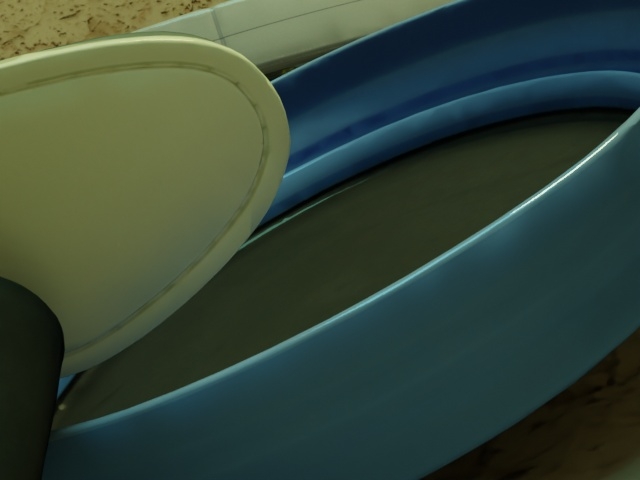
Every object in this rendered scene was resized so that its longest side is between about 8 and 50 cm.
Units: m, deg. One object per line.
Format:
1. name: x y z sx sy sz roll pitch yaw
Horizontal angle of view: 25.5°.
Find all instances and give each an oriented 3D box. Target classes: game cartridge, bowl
1. game cartridge: 0.003 -0.130 0.959 0.294 0.060 0.196 -16 -9 -13
2. bowl: 0.000 0.000 0.638 0.391 0.077 0.391 -25 18 9

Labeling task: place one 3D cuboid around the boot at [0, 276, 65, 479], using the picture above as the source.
1. boot: -0.194 0.104 0.406 0.246 0.094 0.207 -10 40 -4

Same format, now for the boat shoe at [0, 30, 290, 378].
1. boat shoe: -0.156 0.009 0.537 0.319 0.116 0.099 -30 21 11
